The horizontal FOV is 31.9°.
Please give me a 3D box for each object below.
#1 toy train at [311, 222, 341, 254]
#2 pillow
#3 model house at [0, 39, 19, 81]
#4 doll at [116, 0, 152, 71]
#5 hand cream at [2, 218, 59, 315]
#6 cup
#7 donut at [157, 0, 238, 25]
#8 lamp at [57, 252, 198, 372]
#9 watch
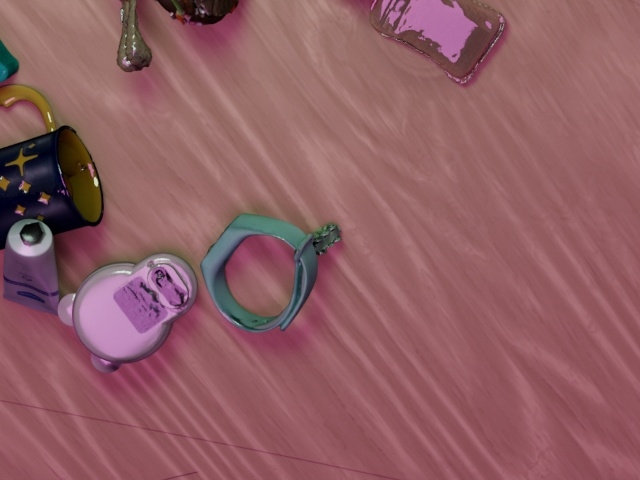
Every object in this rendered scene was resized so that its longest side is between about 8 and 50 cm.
[{"bbox_3d":[0.000,0.000,1.955,0.053,0.083,0.033,-9,113,43],"label":"toy train"},{"bbox_3d":[0.190,-0.363,1.844,0.211,0.034,0.135,32,110,-8],"label":"pillow"},{"bbox_3d":[-0.583,-0.295,1.851,0.149,0.100,0.127,12,109,-5],"label":"model house"},{"bbox_3d":[-0.308,-0.424,1.745,0.091,0.286,0.202,-10,152,-21],"label":"doll"},{"bbox_3d":[-0.490,0.053,1.902,0.109,0.321,0.067,18,64,-5],"label":"hand cream"},{"bbox_3d":[-0.524,-0.109,1.908,0.256,0.255,0.178,-15,145,9],"label":"cup"},{"bbox_3d":[-0.196,-0.461,1.711,0.103,0.270,0.270,2,110,17],"label":"donut"},{"bbox_3d":[-0.328,0.113,1.979,0.246,0.108,0.179,-33,102,4],"label":"lamp"},{"bbox_3d":[-0.104,0.055,1.937,0.195,0.068,0.237,40,125,2],"label":"watch"}]
